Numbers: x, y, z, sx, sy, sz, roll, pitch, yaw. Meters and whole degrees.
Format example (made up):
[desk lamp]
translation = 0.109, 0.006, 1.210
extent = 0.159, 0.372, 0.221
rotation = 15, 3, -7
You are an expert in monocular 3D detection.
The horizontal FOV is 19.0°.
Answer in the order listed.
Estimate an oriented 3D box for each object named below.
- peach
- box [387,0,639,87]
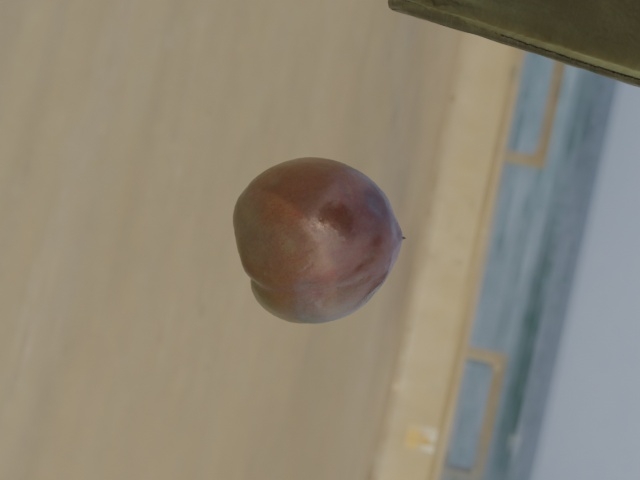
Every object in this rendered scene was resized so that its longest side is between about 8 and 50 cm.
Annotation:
[peach]
translation = -0.002, -0.001, 0.924
extent = 0.083, 0.083, 0.083
rotation = 12, 90, -83
[box]
translation = 0.172, -0.121, 0.722
extent = 0.155, 0.231, 0.149
rotation = 8, 102, -44
